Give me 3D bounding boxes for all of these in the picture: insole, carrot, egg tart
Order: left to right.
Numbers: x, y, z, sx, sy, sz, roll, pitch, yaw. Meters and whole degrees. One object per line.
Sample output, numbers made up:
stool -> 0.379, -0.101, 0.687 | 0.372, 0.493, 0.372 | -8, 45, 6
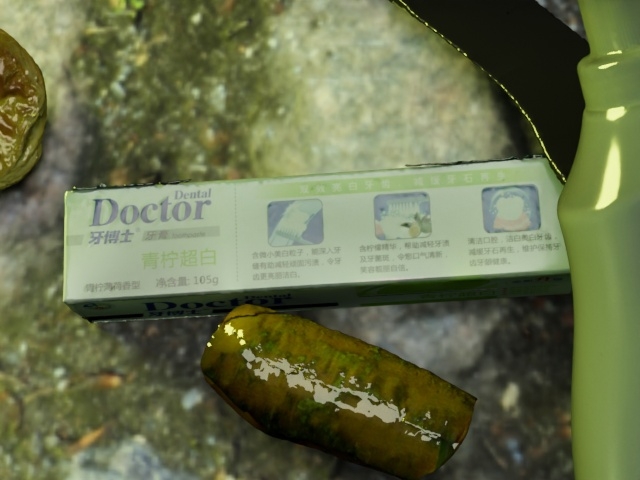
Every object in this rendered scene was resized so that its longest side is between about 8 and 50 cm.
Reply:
egg tart -> -0.256, -0.091, 0.958 | 0.130, 0.052, 0.130 | -3, 95, -28
carrot -> 0.009, 0.099, 0.872 | 0.173, 0.082, 0.082 | 24, 77, 10
insole -> 0.163, -0.096, 0.907 | 0.119, 0.009, 0.348 | -26, 57, -26

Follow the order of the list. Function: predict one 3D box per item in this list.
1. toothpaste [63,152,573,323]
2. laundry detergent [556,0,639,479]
toothpaste -> 0.000, 0.000, 0.911 | 0.336, 0.067, 0.081 | -4, 73, 5
laundry detergent -> 0.243, 0.034, 0.754 | 0.264, 0.125, 0.398 | -18, 101, 1
